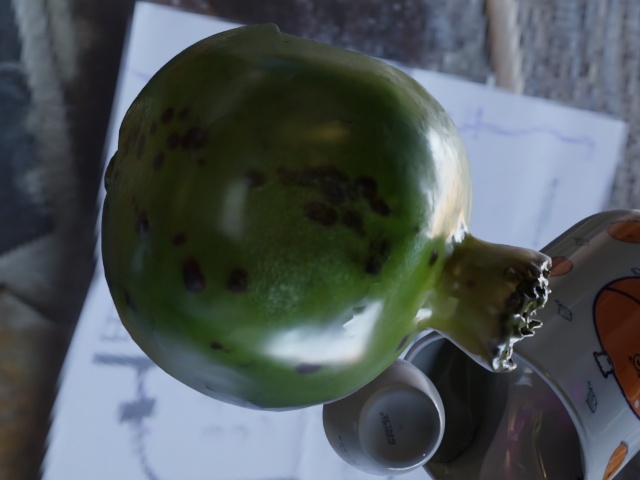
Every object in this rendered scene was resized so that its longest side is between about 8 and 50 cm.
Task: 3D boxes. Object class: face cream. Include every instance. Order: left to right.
[{"bbox_3d":[0.050,0.134,1.414,0.091,0.095,0.091,0,93,-10],"label":"face cream"}]

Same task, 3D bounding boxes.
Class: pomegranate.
[{"bbox_3d":[-0.009,0.001,0.678,0.122,0.169,0.143,-16,136,-51],"label":"pomegranate"}]

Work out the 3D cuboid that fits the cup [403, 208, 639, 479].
[{"bbox_3d":[0.248,0.108,1.793,0.317,0.212,0.212,-35,124,-42],"label":"cup"}]
